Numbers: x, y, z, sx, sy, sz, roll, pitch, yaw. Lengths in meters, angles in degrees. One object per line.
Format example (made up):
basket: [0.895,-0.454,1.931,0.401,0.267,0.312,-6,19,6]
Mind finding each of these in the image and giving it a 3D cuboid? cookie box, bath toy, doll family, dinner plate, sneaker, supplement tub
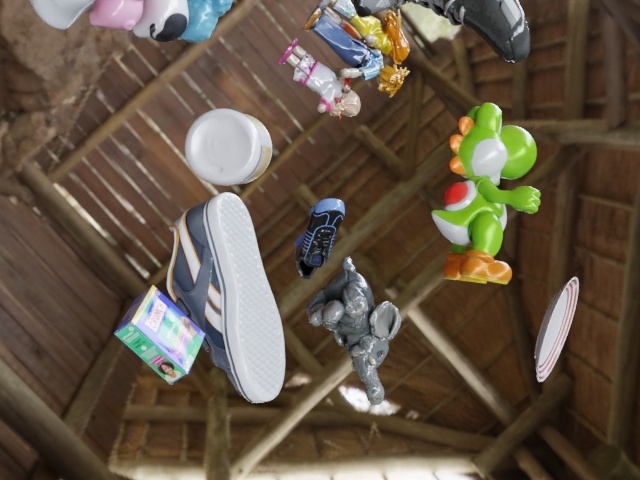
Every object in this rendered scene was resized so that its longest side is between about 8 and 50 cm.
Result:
cookie box: [-0.219,0.129,1.078,0.040,0.107,0.092,-35,-161,25]
bath toy: [-0.290,-0.396,1.234,0.129,0.151,0.348,0,-171,34]
doll family: [0.055,-0.286,1.154,0.118,0.163,0.263,-44,-166,38]
dinner plate: [0.298,0.112,1.000,0.017,0.141,0.141,18,-134,27]
sneaker: [-0.149,0.097,1.205,0.127,0.321,0.126,-20,166,28]
supplement tub: [-0.174,-0.181,1.540,0.144,0.144,0.199,-39,180,8]
sneaker: [0.107,-0.246,0.803,0.132,0.229,0.086,-29,156,2]
sneaker: [0.000,0.000,1.751,0.232,0.081,0.090,119,-30,-53]

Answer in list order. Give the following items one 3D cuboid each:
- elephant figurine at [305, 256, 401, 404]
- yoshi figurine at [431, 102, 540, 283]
elephant figurine: [0.088,0.194,1.681,0.186,0.239,0.169,-43,-158,-5]
yoshi figurine: [0.358,-0.092,1.588,0.203,0.362,0.203,4,175,28]
